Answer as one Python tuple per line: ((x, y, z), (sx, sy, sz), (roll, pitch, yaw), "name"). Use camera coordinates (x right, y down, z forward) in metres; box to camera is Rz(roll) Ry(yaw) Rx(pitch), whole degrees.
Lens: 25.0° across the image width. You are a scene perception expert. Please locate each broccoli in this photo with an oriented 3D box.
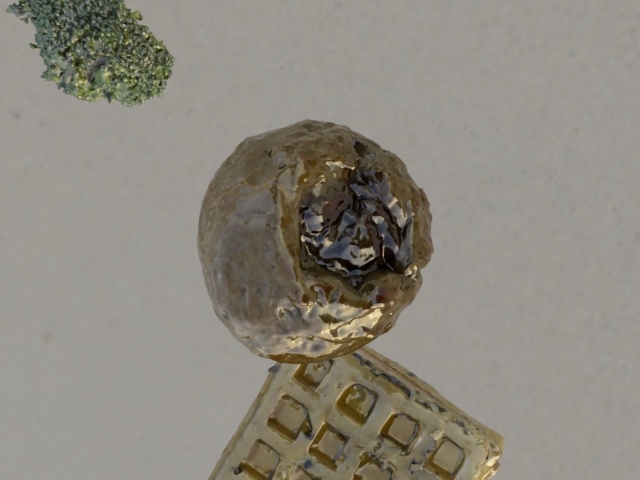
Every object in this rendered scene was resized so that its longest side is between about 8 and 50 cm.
((-0.153, -0.132, 0.972), (0.092, 0.097, 0.095), (22, 128, 60), "broccoli")

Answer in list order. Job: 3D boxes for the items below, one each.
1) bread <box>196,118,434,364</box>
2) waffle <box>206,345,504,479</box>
((0.000, 0.000, 1.309), (0.230, 0.230, 0.123), (53, 161, -17), "bread")
((0.001, 0.303, 1.553), (0.261, 0.376, 0.114), (32, -174, 10), "waffle")
